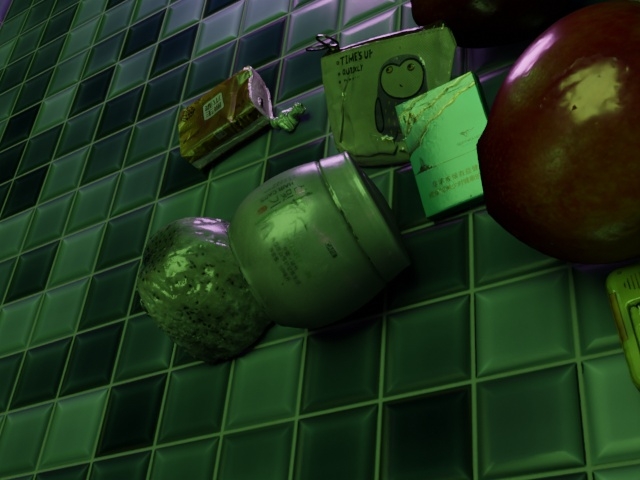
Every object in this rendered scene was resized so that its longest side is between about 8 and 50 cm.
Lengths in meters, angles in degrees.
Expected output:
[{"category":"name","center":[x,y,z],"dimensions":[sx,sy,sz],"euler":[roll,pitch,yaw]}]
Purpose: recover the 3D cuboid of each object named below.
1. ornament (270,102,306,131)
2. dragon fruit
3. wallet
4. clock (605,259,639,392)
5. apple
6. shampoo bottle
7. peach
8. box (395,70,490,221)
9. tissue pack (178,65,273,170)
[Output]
[{"category":"ornament","center":[-0.069,-0.279,2.012],"dimensions":[0.092,0.041,0.068],"euler":[-43,34,18]},{"category":"dragon fruit","center":[-0.207,0.060,1.719],"dimensions":[0.204,0.221,0.283],"euler":[-30,40,27]},{"category":"wallet","center":[0.121,-0.285,1.742],"dimensions":[0.335,0.068,0.274],"euler":[-2,96,40]},{"category":"clock","center":[0.473,0.117,1.184],"dimensions":[0.143,0.096,0.202],"euler":[-25,43,26]},{"category":"apple","center":[0.323,-0.508,1.684],"dimensions":[0.317,0.288,0.288],"euler":[-19,45,51]},{"category":"shampoo bottle","center":[0.000,0.000,1.544],"dimensions":[0.266,0.273,0.273],"euler":[-31,42,8]},{"category":"peach","center":[0.401,-0.140,1.261],"dimensions":[0.388,0.388,0.388],"euler":[-23,46,25]},{"category":"box","center":[0.238,-0.169,1.595],"dimensions":[0.162,0.041,0.229],"euler":[-23,70,25]},{"category":"tissue pack","center":[-0.227,-0.291,2.117],"dimensions":[0.226,0.092,0.183],"euler":[-32,43,19]}]
